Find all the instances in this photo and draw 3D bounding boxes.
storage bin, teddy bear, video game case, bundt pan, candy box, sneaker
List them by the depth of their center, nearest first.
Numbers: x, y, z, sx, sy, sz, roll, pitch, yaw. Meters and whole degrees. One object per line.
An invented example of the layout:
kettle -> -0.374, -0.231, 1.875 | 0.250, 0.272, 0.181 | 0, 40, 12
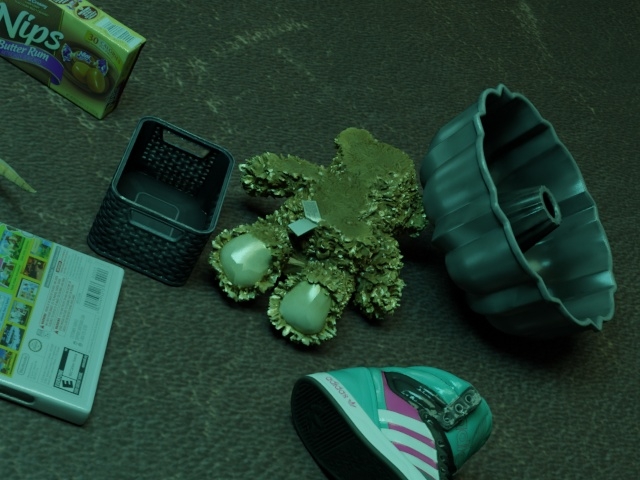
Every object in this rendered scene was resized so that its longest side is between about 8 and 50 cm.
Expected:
video game case -> -0.310, 0.068, 1.450 | 0.206, 0.026, 0.227 | 22, 35, -13
sneaker -> 0.117, 0.234, 1.478 | 0.178, 0.124, 0.295 | -13, 50, -34
storage bin -> -0.179, -0.047, 1.649 | 0.122, 0.084, 0.180 | 24, 33, -9
teddy bear -> 0.000, 0.000, 1.727 | 0.245, 0.113, 0.338 | 20, 41, -2
candy box -> -0.318, -0.246, 1.784 | 0.187, 0.109, 0.053 | 33, 33, 3
bundt pan -> 0.235, -0.022, 1.818 | 0.331, 0.124, 0.331 | 40, 37, -39

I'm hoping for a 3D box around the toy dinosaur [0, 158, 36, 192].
toy dinosaur -> -0.398, -0.102, 1.590 | 0.211, 0.064, 0.112 | 16, 47, -3
